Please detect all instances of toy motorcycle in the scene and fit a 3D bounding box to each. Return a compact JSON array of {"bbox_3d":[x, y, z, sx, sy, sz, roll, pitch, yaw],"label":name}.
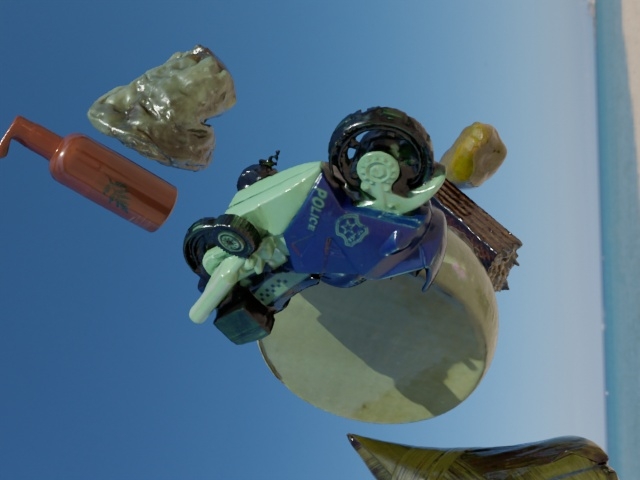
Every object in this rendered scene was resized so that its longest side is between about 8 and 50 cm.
[{"bbox_3d":[0.000,0.000,0.659,0.196,0.331,0.125,45,-143,-23],"label":"toy motorcycle"}]

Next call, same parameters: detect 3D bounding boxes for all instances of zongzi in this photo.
[{"bbox_3d":[0.211,0.312,0.881,0.286,0.300,0.138,-43,-29,1],"label":"zongzi"}]

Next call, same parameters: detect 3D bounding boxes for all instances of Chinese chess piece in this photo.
[{"bbox_3d":[0.078,0.110,0.916,0.146,0.350,0.349,-71,-30,-53],"label":"Chinese chess piece"}]

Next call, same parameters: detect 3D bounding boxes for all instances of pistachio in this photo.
[{"bbox_3d":[0.281,-0.146,1.174,0.110,0.100,0.189,-60,2,-16],"label":"pistachio"}]

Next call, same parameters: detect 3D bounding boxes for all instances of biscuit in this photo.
[{"bbox_3d":[0.235,-0.014,1.088,0.070,0.252,0.106,-15,-43,-30],"label":"biscuit"}]

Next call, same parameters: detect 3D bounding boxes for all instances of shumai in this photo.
[{"bbox_3d":[-0.330,-0.322,1.409,0.304,0.309,0.263,21,-75,-45],"label":"shumai"}]

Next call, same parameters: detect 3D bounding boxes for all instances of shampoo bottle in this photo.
[{"bbox_3d":[-0.328,-0.099,0.909,0.244,0.085,0.085,29,-123,-28],"label":"shampoo bottle"}]
